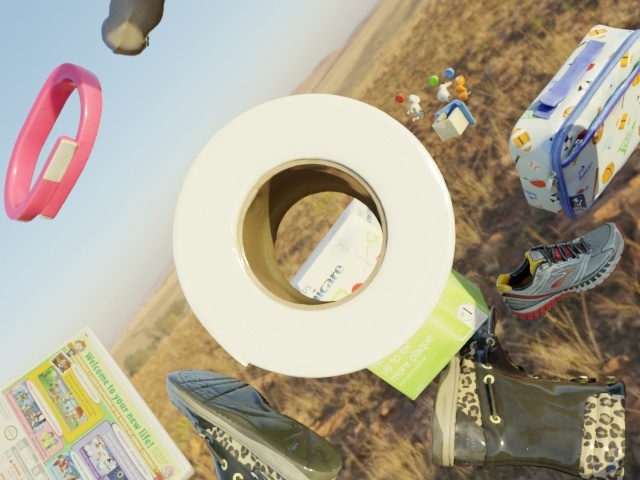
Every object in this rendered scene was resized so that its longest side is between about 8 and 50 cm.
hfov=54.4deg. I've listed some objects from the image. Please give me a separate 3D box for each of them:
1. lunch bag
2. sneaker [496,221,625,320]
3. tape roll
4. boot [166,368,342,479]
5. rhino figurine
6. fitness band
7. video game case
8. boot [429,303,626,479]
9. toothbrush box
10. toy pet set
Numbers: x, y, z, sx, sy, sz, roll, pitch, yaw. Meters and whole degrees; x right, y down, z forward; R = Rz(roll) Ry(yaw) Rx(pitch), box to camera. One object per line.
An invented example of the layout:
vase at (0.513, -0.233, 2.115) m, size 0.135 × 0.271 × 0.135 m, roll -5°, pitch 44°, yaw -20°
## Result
lunch bag at (0.443, -0.195, 1.044) m, size 0.115 × 0.243 × 0.303 m, roll 28°, pitch 74°, yaw 40°
sneaker at (0.392, 0.044, 1.023) m, size 0.225 × 0.093 × 0.088 m, roll -41°, pitch 22°, yaw 25°
tape roll at (0.000, 0.000, 0.606) m, size 0.246 × 0.246 × 0.169 m, roll -52°, pitch -7°, yaw 1°
boot at (-0.095, 0.252, 0.647) m, size 0.085 × 0.236 × 0.178 m, roll 3°, pitch -76°, yaw -50°
rhino figurine at (-0.241, -0.364, 0.874) m, size 0.243 × 0.073 × 0.106 m, roll -53°, pitch 17°, yaw 32°
fitness band at (-0.454, -0.159, 1.049) m, size 0.291 × 0.054 × 0.209 m, roll -50°, pitch 47°, yaw 23°
video game case at (-0.265, 0.218, 0.630) m, size 0.193 × 0.212 × 0.023 m, roll -37°, pitch -29°, yaw -18°
boot at (0.352, 0.246, 1.051) m, size 0.377 × 0.284 × 0.138 m, roll -51°, pitch -40°, yaw -56°
toothbrush box at (0.108, 0.099, 1.065) m, size 0.206 × 0.283 × 0.122 m, roll -52°, pitch 5°, yaw 16°
toy pet set at (0.206, -0.227, 1.014) m, size 0.122 × 0.114 × 0.065 m, roll -14°, pitch 31°, yaw 51°
